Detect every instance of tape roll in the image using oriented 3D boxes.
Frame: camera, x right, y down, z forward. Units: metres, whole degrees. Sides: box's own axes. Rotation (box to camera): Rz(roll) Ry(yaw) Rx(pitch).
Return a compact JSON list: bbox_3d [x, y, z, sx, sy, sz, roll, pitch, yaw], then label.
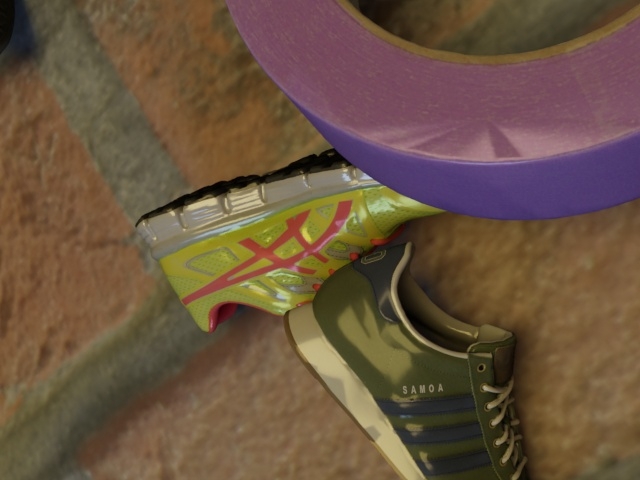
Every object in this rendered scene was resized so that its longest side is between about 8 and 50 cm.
[{"bbox_3d":[0.092,-0.152,0.491,0.274,0.090,0.275,-5,75,18],"label":"tape roll"}]

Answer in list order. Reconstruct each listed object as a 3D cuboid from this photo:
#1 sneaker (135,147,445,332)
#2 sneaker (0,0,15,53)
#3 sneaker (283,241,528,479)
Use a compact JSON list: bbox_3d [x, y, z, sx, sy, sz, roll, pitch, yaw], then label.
[{"bbox_3d":[0.000,0.000,0.600,0.208,0.081,0.094,-14,99,29],"label":"sneaker"},{"bbox_3d":[-0.299,-0.181,0.743,0.130,0.087,0.227,-45,68,23],"label":"sneaker"},{"bbox_3d":[0.073,0.084,0.547,0.086,0.064,0.192,-43,89,15],"label":"sneaker"}]
